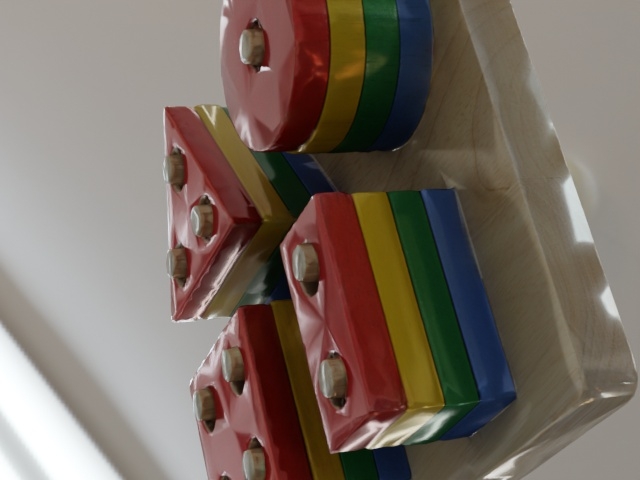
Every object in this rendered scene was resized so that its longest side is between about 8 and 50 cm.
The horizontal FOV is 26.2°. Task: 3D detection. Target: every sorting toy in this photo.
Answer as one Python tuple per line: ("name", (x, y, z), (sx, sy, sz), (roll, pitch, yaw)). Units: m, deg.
("sorting toy", (0.000, 0.000, 0.609), (0.257, 0.089, 0.255), (125, -44, -56))
